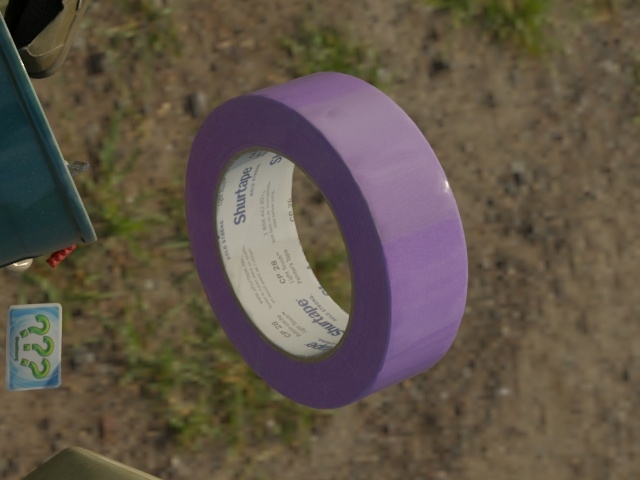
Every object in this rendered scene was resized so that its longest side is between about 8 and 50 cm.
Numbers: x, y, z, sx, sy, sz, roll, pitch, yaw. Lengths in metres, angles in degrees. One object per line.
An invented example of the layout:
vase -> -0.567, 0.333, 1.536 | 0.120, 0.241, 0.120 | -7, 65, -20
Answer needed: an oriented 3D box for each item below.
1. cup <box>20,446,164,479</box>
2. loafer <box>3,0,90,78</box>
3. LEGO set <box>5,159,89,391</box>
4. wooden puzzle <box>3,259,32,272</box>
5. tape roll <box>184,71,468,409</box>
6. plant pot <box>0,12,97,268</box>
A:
cup -> -0.074, 0.224, 0.804 | 0.331, 0.331, 0.237 | 28, 81, -41
loafer -> -0.188, -0.187, 1.391 | 0.050, 0.056, 0.148 | 8, 99, -75
LEGO set -> -0.292, 0.016, 1.630 | 0.182, 0.060, 0.244 | -2, 101, -27
wooden puzzle -> -0.382, -0.079, 1.783 | 0.044, 0.221, 0.238 | -44, 132, 0
tape roll -> 0.000, 0.000, 1.655 | 0.090, 0.275, 0.274 | -20, 99, -34
plant pot -> -0.329, -0.073, 1.395 | 0.255, 0.271, 0.271 | -24, 105, -7
